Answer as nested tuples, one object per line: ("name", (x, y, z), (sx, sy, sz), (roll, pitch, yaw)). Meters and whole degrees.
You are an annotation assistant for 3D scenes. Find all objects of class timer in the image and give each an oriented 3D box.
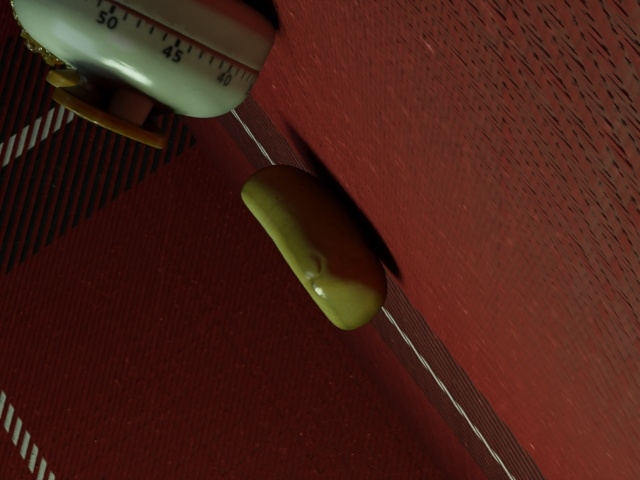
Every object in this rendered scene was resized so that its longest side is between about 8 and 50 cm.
("timer", (-0.148, -0.221, 1.077), (0.233, 0.240, 0.233), (26, -174, -3))

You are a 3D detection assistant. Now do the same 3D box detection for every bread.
("bread", (0.000, 0.000, 1.413), (0.217, 0.098, 0.147), (55, 176, 27))

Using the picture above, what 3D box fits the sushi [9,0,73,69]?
("sushi", (-0.366, -0.374, 1.786), (0.234, 0.207, 0.348), (60, 175, 27))
